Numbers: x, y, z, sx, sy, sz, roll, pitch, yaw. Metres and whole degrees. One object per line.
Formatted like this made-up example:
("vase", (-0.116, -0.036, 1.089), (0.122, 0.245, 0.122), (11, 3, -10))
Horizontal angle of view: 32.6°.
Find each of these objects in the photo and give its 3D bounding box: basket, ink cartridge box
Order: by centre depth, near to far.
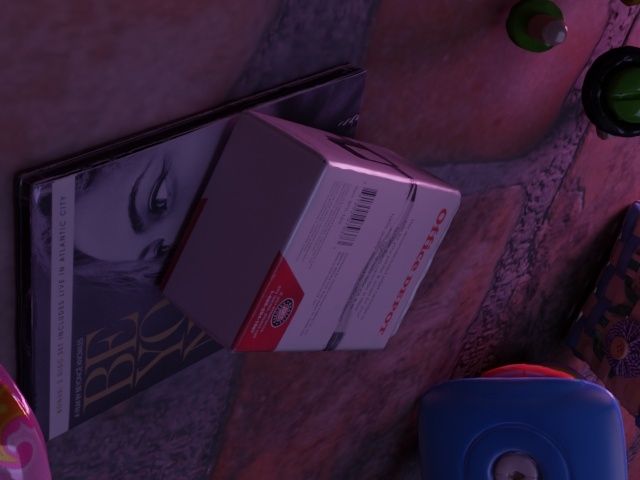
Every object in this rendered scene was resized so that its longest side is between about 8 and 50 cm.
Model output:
("ink cartridge box", (0.000, 0.000, 0.599), (0.150, 0.063, 0.109), (8, 112, -57))
("basket", (0.403, 0.105, 1.072), (0.201, 0.289, 0.255), (-8, 125, -51))

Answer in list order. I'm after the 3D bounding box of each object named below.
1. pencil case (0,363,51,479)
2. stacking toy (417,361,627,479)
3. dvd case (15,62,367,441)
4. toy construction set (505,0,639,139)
("pencil case", (-0.222, 0.132, 0.355), (0.284, 0.124, 0.124), (-39, 147, -45))
("stacking toy", (0.215, 0.178, 1.042), (0.302, 0.175, 0.165), (-16, 102, -68))
("dvd case", (-0.065, 0.004, 0.593), (0.221, 0.018, 0.164), (-25, 139, -40))
("toy construction set", (0.310, -0.166, 0.796), (0.309, 0.257, 0.237), (-40, -166, 6))
